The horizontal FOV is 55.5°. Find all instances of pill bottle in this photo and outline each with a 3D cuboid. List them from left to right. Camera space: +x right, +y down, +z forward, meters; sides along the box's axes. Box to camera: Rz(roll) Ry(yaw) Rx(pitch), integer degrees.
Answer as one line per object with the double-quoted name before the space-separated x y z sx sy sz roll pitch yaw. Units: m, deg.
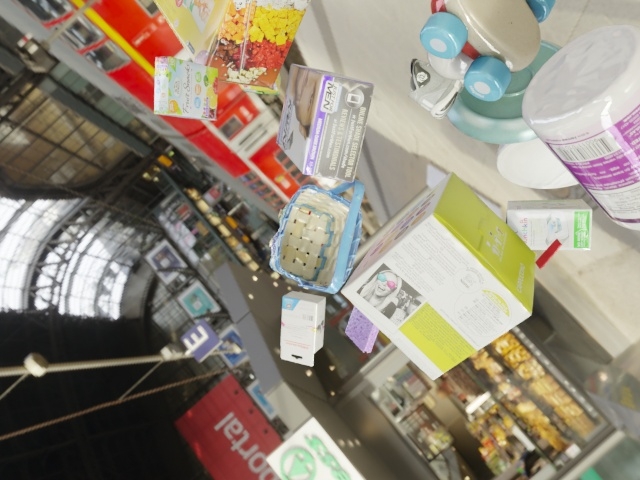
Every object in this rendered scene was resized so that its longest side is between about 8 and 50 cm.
"pill bottle" 0.417 -0.120 0.799 0.301 0.169 0.169 39 -175 -25

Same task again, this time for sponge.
"sponge" 0.146 0.222 1.859 0.031 0.210 0.117 7 -160 -33

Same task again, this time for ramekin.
"ramekin" 0.574 -0.247 1.507 0.273 0.272 0.127 46 -135 -54

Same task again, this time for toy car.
"toy car" 0.247 -0.368 1.087 0.210 0.219 0.238 37 164 -20

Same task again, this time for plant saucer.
"plant saucer" 0.437 -0.358 1.392 0.318 0.317 0.044 49 174 37

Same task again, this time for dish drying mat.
"dish drying mat" 0.579 0.034 1.541 0.008 0.083 0.032 22 -153 -22

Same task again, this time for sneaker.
"sneaker" 0.273 -0.390 1.354 0.132 0.229 0.086 32 163 10

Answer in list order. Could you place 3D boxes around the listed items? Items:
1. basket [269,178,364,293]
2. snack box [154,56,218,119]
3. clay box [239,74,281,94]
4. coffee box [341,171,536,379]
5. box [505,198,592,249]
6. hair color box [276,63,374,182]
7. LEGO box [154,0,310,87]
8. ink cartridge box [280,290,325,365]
"basket" 0.000 0.000 1.411 0.201 0.255 0.289 22 165 -26
"snack box" -0.247 -0.278 1.127 0.037 0.100 0.141 6 -172 27
"clay box" -0.197 -0.519 1.859 0.127 0.053 0.222 8 168 7
"coffee box" 0.324 0.084 1.598 0.338 0.334 0.338 44 -149 -3
"box" 0.677 -0.048 1.829 0.262 0.230 0.127 -28 -62 -69
"hair color box" -0.003 -0.251 1.242 0.110 0.185 0.339 7 -164 -17
"LEGO box" -0.228 -0.666 1.445 0.193 0.373 0.500 -2 -134 -39
"ink cartridge box" -0.048 0.238 1.652 0.104 0.182 0.061 9 -165 22
